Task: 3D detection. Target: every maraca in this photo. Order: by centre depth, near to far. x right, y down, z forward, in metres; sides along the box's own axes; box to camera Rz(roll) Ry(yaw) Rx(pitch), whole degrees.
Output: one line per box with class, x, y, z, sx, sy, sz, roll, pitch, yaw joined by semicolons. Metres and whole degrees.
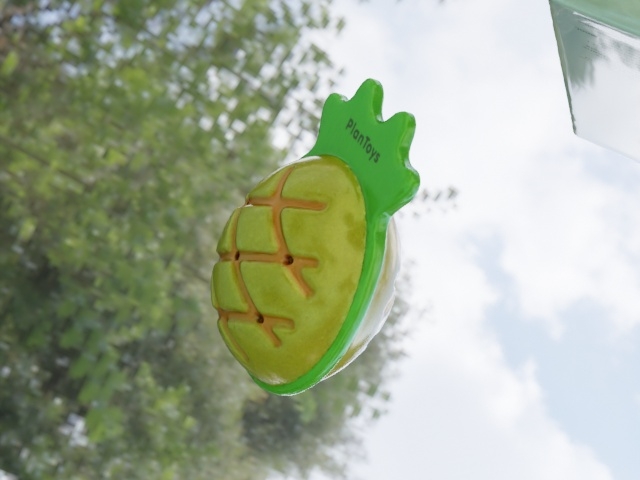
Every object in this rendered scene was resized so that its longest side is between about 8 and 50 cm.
maraca;0.000;0.000;0.882;0.127;0.099;0.186;49;-61;47

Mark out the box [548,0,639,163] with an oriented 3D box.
box;0.176;-0.095;0.715;0.113;0.275;0.094;24;-92;12
